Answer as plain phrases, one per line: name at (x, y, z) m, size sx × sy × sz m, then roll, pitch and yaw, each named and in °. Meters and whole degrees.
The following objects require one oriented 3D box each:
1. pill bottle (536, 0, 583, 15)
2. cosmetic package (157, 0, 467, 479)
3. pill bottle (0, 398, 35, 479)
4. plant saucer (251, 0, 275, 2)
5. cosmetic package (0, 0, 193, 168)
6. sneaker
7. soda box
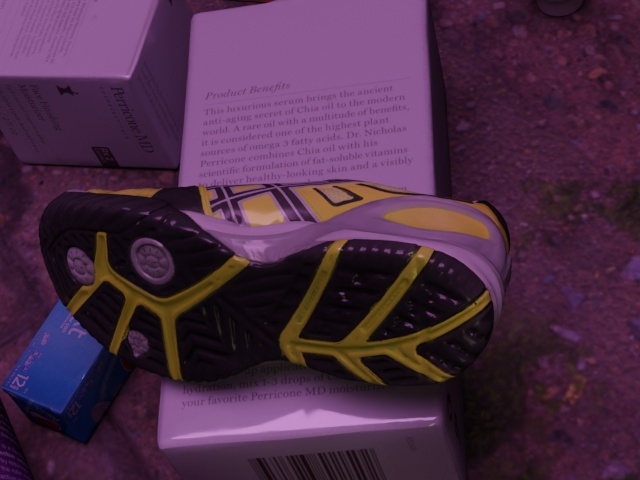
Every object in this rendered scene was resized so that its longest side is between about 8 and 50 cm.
pill bottle at (0.235, -0.282, 1.346) m, size 0.067 × 0.120 × 0.067 m, roll -7°, pitch 55°, yaw 10°
cosmetic package at (0.000, 0.000, 1.192) m, size 0.230 × 0.161 × 0.453 m, roll -6°, pitch 56°, yaw 11°
pill bottle at (-0.324, 0.226, 1.113) m, size 0.181 × 0.181 × 0.323 m, roll -29°, pitch 54°, yaw -6°
plant saucer at (-0.098, -0.389, 1.549) m, size 0.259 × 0.048 × 0.258 m, roll 8°, pitch 60°, yaw 19°
cosmetic package at (-0.231, -0.178, 1.377) m, size 0.183 × 0.151 × 0.151 m, roll 3°, pitch 58°, yaw 18°
sneaker at (-0.038, 0.021, 1.030) m, size 0.384 × 0.145 × 0.147 m, roll 9°, pitch 29°, yaw 23°
soda box at (-0.200, 0.076, 1.250) m, size 0.071 × 0.067 × 0.210 m, roll 19°, pitch 64°, yaw 24°
